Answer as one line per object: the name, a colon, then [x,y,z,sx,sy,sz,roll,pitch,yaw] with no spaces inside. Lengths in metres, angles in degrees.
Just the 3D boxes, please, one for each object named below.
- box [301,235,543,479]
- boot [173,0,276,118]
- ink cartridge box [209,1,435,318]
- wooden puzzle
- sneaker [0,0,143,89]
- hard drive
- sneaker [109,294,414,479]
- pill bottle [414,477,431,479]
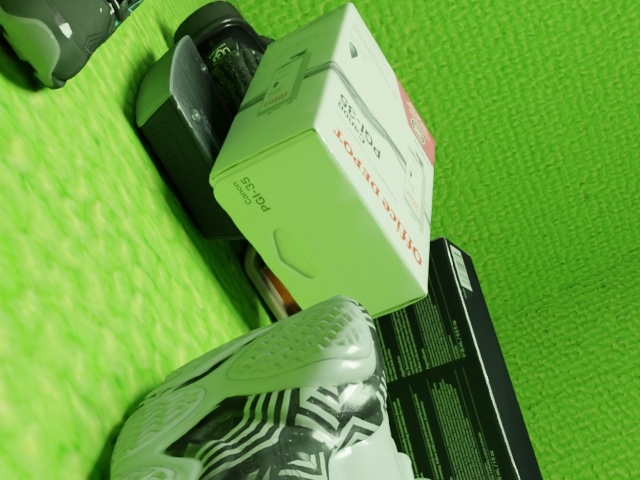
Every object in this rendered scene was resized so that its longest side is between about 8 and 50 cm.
box: [0.101,0.155,0.832,0.103,0.184,0.261,28,44,-59]
boot: [-0.055,-0.163,1.108,0.260,0.131,0.348,53,13,15]
ink cartridge box: [0.020,-0.080,0.793,0.207,0.117,0.283,54,27,-28]
wooden puzzle: [-0.027,0.069,0.974,0.221,0.044,0.239,-99,163,-70]
sneaker: [-0.168,-0.199,0.556,0.267,0.106,0.101,-105,169,-53]
hard drive: [-0.124,-0.109,0.804,0.255,0.054,0.172,-103,166,-64]
sneaker: [-0.004,0.171,0.356,0.366,0.137,0.210,-72,137,-74]
pill bottle: [0.094,0.319,0.640,0.121,0.121,0.221,10,55,-83]
